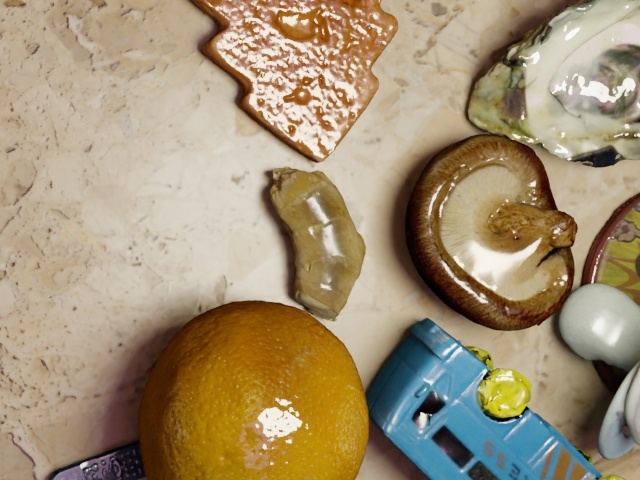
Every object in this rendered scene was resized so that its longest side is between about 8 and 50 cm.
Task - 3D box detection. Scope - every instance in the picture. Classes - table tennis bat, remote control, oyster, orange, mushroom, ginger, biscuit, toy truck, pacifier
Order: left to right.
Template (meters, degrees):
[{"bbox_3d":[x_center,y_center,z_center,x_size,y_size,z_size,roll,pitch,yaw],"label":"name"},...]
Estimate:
[{"bbox_3d":[-0.228,0.252,1.418,0.152,0.027,0.043,-16,89,-17],"label":"remote control"},{"bbox_3d":[-0.073,0.198,1.341,0.264,0.264,0.264,0,91,-16],"label":"orange"},{"bbox_3d":[-0.025,-0.241,1.458,0.284,0.043,0.306,-8,95,-17],"label":"biscuit"},{"bbox_3d":[-0.002,0.001,1.456,0.095,0.069,0.190,-19,97,7],"label":"ginger"},{"bbox_3d":[0.194,-0.006,1.487,0.194,0.138,0.231,-9,82,-2],"label":"mushroom"},{"bbox_3d":[0.222,0.262,1.480,0.162,0.161,0.385,-45,103,-1],"label":"toy truck"},{"bbox_3d":[0.343,-0.207,1.522,0.351,0.115,0.238,-21,120,-4],"label":"oyster"},{"bbox_3d":[0.378,0.114,1.494,0.279,0.207,0.227,-50,147,-8],"label":"pacifier"},{"bbox_3d":[0.455,0.135,1.601,0.268,0.051,0.415,-2,89,-14],"label":"table tennis bat"}]
